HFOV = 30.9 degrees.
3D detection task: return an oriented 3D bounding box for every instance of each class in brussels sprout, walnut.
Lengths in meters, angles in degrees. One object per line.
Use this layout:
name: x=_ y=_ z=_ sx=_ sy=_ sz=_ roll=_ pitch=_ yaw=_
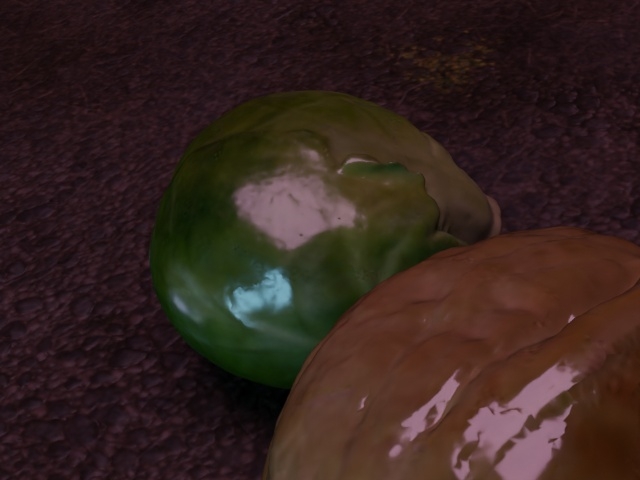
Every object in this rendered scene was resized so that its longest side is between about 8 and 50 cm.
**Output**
brussels sprout: x=0.000 y=0.000 z=0.828 sx=0.244 sy=0.244 sz=0.244 roll=-8 pitch=36 yaw=6
walnut: x=0.126 y=0.124 z=0.581 sx=0.313 sy=0.252 sz=0.277 roll=-34 pitch=30 yaw=-34
